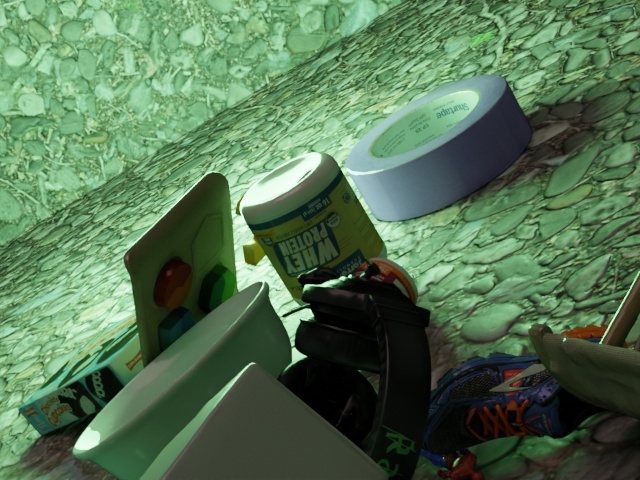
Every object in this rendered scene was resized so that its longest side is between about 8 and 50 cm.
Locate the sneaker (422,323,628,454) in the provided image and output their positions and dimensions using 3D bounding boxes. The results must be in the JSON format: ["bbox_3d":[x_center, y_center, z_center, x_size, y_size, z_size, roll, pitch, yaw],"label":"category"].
[{"bbox_3d":[0.194,0.151,1.285,0.221,0.083,0.087,-23,34,4],"label":"sneaker"}]

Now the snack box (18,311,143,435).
[{"bbox_3d":[-0.291,0.170,1.931,0.187,0.060,0.322,-46,11,-37],"label":"snack box"}]

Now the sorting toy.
[{"bbox_3d":[-0.141,0.030,1.780,0.041,0.229,0.307,16,43,26],"label":"sorting toy"}]

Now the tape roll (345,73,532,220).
[{"bbox_3d":[0.177,-0.142,2.056,0.275,0.090,0.275,-28,19,11],"label":"tape roll"}]

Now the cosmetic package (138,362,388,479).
[{"bbox_3d":[-0.154,0.337,1.095,0.453,0.161,0.230,-52,4,-38],"label":"cosmetic package"}]

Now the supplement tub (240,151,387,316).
[{"bbox_3d":[0.000,0.000,1.794,0.144,0.199,0.144,-28,19,10],"label":"supplement tub"}]

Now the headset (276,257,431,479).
[{"bbox_3d":[0.044,0.141,1.393,0.394,0.185,0.243,-111,39,-58],"label":"headset"}]

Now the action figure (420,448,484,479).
[{"bbox_3d":[0.125,0.214,1.332,0.038,0.030,0.115,-41,25,-12],"label":"action figure"}]

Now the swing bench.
[{"bbox_3d":[0.360,0.073,1.134,0.255,0.165,0.253,-43,22,-16],"label":"swing bench"}]

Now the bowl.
[{"bbox_3d":[-0.132,0.190,1.570,0.298,0.134,0.298,-41,7,6],"label":"bowl"}]

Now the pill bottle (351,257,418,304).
[{"bbox_3d":[0.048,0.095,1.658,0.086,0.086,0.152,-11,27,45],"label":"pill bottle"}]
